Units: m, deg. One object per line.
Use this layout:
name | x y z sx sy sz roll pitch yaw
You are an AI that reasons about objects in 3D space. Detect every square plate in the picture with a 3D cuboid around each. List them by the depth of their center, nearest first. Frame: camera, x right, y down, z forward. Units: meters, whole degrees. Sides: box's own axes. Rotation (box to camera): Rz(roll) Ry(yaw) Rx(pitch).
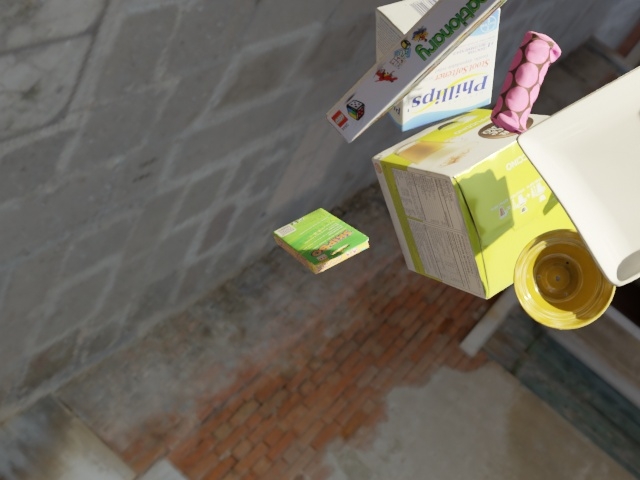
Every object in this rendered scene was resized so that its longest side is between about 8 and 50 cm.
square plate | 0.510 -0.123 1.332 0.344 0.347 0.049 -29 136 9

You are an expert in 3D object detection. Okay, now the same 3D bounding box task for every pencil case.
pencil case | 0.434 -0.327 1.907 0.098 0.095 0.209 21 95 -33

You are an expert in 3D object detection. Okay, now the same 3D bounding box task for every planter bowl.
planter bowl | 0.526 0.084 1.985 0.217 0.217 0.090 -50 175 2

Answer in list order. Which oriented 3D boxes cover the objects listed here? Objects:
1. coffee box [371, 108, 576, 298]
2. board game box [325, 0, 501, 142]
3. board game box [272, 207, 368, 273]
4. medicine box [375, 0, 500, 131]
coffee box | 0.394 -0.107 2.272 0.338 0.338 0.334 -30 -155 -22
board game box | 0.152 -0.263 1.164 0.305 0.053 0.193 -41 -178 37
board game box | 0.000 0.000 1.871 0.124 0.039 0.259 -27 -159 -13
medicine box | 0.285 -0.453 2.248 0.264 0.149 0.289 -19 136 -14
